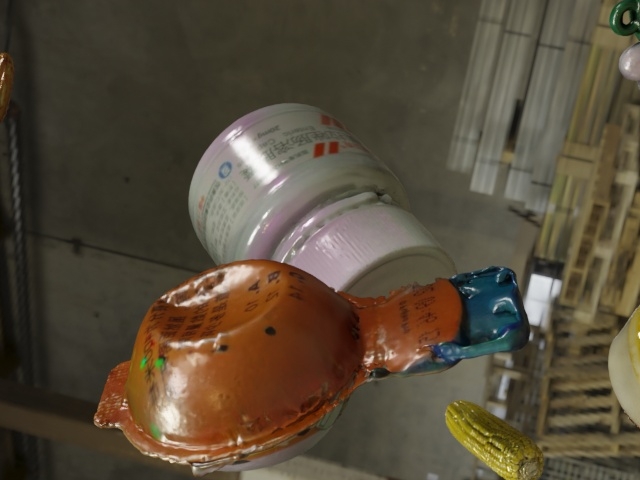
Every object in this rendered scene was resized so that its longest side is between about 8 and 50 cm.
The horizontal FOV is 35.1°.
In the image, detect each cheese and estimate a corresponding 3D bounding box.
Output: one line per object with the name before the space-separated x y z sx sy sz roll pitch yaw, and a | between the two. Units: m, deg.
cheese | -0.011 0.082 0.751 0.217 0.329 0.129 -89 -17 -61

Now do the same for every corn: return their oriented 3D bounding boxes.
corn | 0.249 0.289 1.467 0.203 0.072 0.072 30 112 62

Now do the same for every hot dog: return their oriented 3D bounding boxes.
hot dog | -0.505 -0.232 1.576 0.038 0.062 0.144 39 -137 -46

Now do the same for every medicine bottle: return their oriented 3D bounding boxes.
medicine bottle | 0.000 0.000 1.296 0.325 0.256 0.256 50 145 42

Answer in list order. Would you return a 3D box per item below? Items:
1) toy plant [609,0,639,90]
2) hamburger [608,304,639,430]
toy plant | 0.412 -0.257 1.053 0.112 0.243 0.233 -121 38 -62
hamburger | 0.376 0.135 0.960 0.116 0.210 0.173 -51 3 40
